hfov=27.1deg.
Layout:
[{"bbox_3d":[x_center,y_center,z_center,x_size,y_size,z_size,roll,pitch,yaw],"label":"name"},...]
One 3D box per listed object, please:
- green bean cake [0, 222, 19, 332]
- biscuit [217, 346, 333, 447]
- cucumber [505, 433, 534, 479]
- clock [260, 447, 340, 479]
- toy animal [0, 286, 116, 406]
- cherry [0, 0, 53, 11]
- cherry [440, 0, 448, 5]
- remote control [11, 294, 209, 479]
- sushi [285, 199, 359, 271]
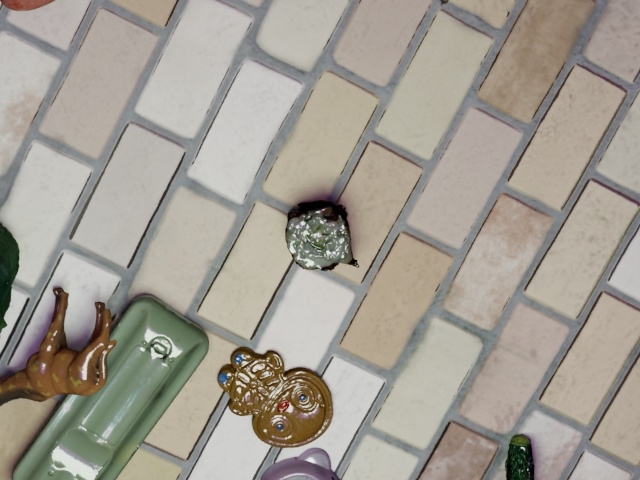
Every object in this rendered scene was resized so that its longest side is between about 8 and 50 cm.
[{"bbox_3d":[-0.568,0.098,1.729,0.300,0.169,0.308,17,102,-7],"label":"green bean cake"},{"bbox_3d":[-0.064,0.224,1.872,0.175,0.026,0.124,35,98,-12],"label":"biscuit"},{"bbox_3d":[0.298,0.408,1.938,0.044,0.043,0.257,-6,105,2],"label":"cucumber"},{"bbox_3d":[-0.008,0.378,1.901,0.110,0.050,0.153,-34,104,4],"label":"clock"},{"bbox_3d":[-0.388,0.175,1.800,0.224,0.066,0.230,17,90,23],"label":"toy animal"},{"bbox_3d":[-0.367,-0.342,1.680,0.126,0.087,0.106,6,97,-25],"label":"cherry"},{"bbox_3d":[0.082,-0.364,1.715,0.225,0.090,0.107,34,87,-20],"label":"cherry"},{"bbox_3d":[-0.291,0.238,1.836,0.128,0.065,0.335,34,99,-13],"label":"remote control"},{"bbox_3d":[-0.001,-0.001,1.794,0.094,0.084,0.098,-9,101,0],"label":"sushi"}]
